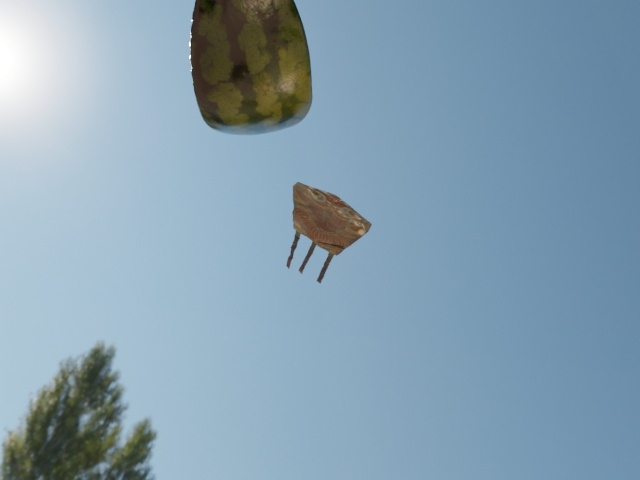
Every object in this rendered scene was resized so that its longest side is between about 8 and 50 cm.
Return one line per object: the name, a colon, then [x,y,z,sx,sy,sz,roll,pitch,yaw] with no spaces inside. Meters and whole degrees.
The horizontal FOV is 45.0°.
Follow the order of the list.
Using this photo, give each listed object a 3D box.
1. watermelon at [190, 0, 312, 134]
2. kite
watermelon: [-0.106,-0.217,0.957,0.159,0.128,0.303,46,-25,31]
kite: [-0.002,0.002,1.181,0.127,0.016,0.229,31,-35,9]
